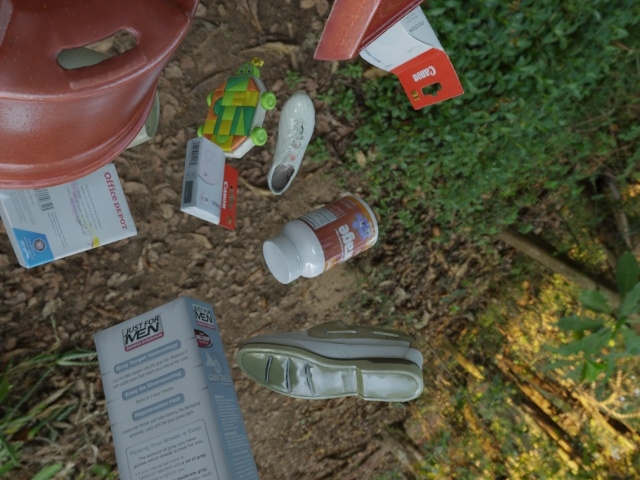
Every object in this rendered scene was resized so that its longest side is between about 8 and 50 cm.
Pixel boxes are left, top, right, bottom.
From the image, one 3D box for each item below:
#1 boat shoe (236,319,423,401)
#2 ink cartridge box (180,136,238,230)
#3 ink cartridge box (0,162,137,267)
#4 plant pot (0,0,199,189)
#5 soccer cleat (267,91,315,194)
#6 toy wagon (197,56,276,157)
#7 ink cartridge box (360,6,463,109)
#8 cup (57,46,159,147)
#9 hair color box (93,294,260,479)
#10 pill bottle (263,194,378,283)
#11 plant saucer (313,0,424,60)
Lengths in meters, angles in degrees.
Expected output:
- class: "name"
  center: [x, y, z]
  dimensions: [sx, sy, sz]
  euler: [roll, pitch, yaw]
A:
- class: "boat shoe"
  center: [0.017, 0.194, 0.844]
  dimensions: [0.103, 0.303, 0.113]
  euler: [-77, 173, -53]
- class: "ink cartridge box"
  center: [-0.268, -0.142, 1.333]
  dimensions: [0.066, 0.188, 0.232]
  euler: [-5, 166, 28]
- class: "ink cartridge box"
  center: [-0.661, -0.067, 1.314]
  dimensions: [0.270, 0.197, 0.197]
  euler: [-22, -168, -33]
- class: "plant pot"
  center: [-0.220, -0.177, 0.355]
  dimensions: [0.273, 0.265, 0.271]
  euler: [-2, 94, -31]
- class: "soccer cleat"
  center: [-0.054, -0.177, 0.946]
  dimensions: [0.068, 0.076, 0.196]
  euler: [13, 117, -12]
- class: "toy wagon"
  center: [-0.270, -0.441, 1.644]
  dimensions: [0.068, 0.268, 0.343]
  euler: [19, 84, -56]
- class: "ink cartridge box"
  center: [0.232, -0.563, 1.513]
  dimensions: [0.091, 0.384, 0.308]
  euler: [-36, -166, -11]
- class: "cup"
  center: [-0.634, -0.412, 1.547]
  dimensions: [0.237, 0.330, 0.331]
  euler: [6, 143, -3]
- class: "hair color box"
  center: [-0.239, 0.303, 0.848]
  dimensions: [0.186, 0.374, 0.113]
  euler: [-23, 160, 7]
- class: "pill bottle"
  center: [0.000, 0.000, 1.006]
  dimensions: [0.216, 0.121, 0.121]
  euler: [-27, 151, -29]
- class: "plant saucer"
  center: [0.120, -0.366, 0.670]
  dimensions: [0.258, 0.048, 0.259]
  euler: [-44, 179, -21]
